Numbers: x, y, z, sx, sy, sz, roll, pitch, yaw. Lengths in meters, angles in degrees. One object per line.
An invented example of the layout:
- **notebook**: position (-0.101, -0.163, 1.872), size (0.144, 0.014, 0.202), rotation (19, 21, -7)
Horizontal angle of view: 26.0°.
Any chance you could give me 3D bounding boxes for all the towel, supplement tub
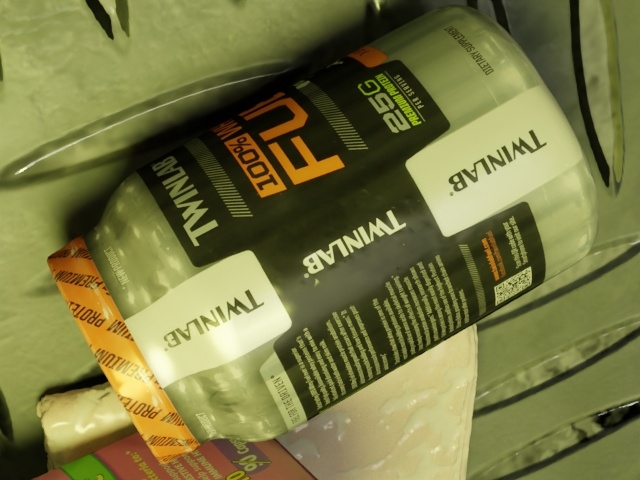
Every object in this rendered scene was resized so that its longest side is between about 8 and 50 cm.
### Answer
- **towel**: position (-0.037, 0.218, 1.072), size (0.332, 0.053, 0.317), rotation (-12, 120, -19)
- **supplement tub**: position (0.000, 0.000, 0.887), size (0.316, 0.193, 0.193), rotation (-30, 124, -8)

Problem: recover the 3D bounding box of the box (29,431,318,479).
- **box**: position (-0.105, 0.232, 0.867), size (0.243, 0.213, 0.117), rotation (-23, 122, -22)
